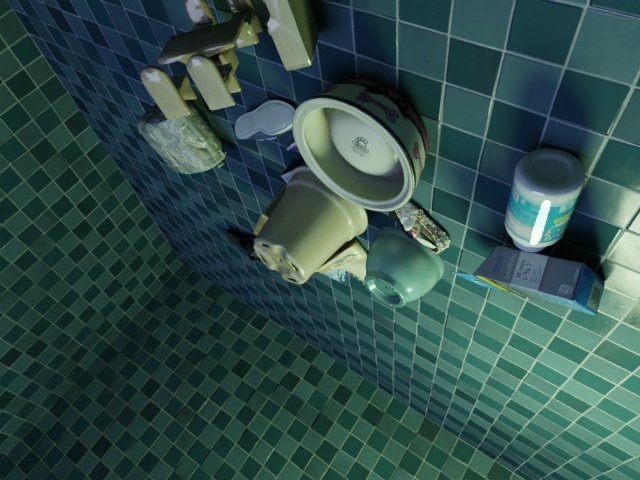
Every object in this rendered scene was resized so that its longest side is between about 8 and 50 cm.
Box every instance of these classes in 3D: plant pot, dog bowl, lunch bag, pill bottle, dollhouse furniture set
[{"bbox_3d":[-0.057,-0.033,1.701,0.333,0.305,0.334,31,154,17],"label":"plant pot"},{"bbox_3d":[0.123,-0.277,1.408,0.407,0.150,0.408,32,155,17],"label":"dog bowl"},{"bbox_3d":[0.283,0.122,1.832,0.293,0.196,0.293,31,156,16],"label":"plant pot"},{"bbox_3d":[-0.549,-0.424,2.019,0.255,0.213,0.305,13,146,46],"label":"lunch bag"},{"bbox_3d":[0.055,0.123,2.281,0.128,0.096,0.151,26,144,25],"label":"lunch bag"},{"bbox_3d":[0.526,-0.082,1.186,0.146,0.146,0.264,26,154,27],"label":"pill bottle"},{"bbox_3d":[-0.235,-0.543,1.217,0.393,0.362,0.257,-5,140,19],"label":"dollhouse furniture set"}]

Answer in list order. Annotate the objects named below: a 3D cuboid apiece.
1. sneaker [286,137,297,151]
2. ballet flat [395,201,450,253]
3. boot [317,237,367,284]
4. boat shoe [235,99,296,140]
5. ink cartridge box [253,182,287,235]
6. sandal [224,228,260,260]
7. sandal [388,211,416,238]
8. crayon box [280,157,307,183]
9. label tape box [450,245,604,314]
[{"bbox_3d":[-0.056,-0.327,1.678,0.071,0.068,0.169,42,156,-22],"label":"sneaker"},{"bbox_3d":[0.324,-0.046,1.622,0.241,0.077,0.091,39,156,0],"label":"ballet flat"},{"bbox_3d":[0.124,0.119,2.118,0.203,0.095,0.262,42,130,-15],"label":"boot"},{"bbox_3d":[-0.168,-0.405,1.701,0.099,0.117,0.319,1,179,-44],"label":"boat shoe"},{"bbox_3d":[-0.180,-0.113,2.072,0.088,0.193,0.235,37,157,-1],"label":"ink cartridge box"},{"bbox_3d":[-0.393,0.048,2.767,0.445,0.107,0.168,14,147,43],"label":"sandal"},{"bbox_3d":[0.303,-0.040,1.705,0.179,0.040,0.067,36,156,6],"label":"sandal"},{"bbox_3d":[0.020,-0.168,1.831,0.318,0.081,0.202,48,154,-18],"label":"crayon box"},{"bbox_3d":[0.574,0.099,1.375,0.333,0.106,0.240,15,175,43],"label":"label tape box"}]
